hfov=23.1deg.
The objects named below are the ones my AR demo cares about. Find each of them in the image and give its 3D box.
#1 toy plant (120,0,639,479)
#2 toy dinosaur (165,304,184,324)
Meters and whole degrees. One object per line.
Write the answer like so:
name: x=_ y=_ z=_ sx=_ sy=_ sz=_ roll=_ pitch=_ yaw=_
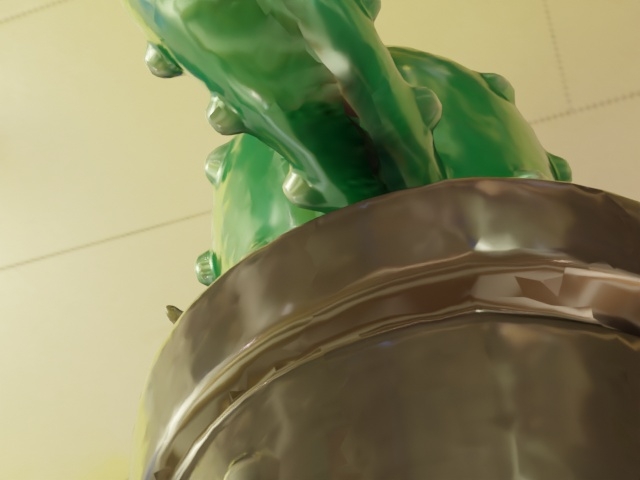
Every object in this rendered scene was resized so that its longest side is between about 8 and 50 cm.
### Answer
toy plant: x=0.030 y=0.045 z=0.441 sx=0.185 sy=0.400 sz=0.279 roll=-40 pitch=116 yaw=20
toy dinosaur: x=0.000 y=0.000 z=0.955 sx=0.075 sy=0.247 sz=0.188 roll=22 pitch=93 yaw=25
